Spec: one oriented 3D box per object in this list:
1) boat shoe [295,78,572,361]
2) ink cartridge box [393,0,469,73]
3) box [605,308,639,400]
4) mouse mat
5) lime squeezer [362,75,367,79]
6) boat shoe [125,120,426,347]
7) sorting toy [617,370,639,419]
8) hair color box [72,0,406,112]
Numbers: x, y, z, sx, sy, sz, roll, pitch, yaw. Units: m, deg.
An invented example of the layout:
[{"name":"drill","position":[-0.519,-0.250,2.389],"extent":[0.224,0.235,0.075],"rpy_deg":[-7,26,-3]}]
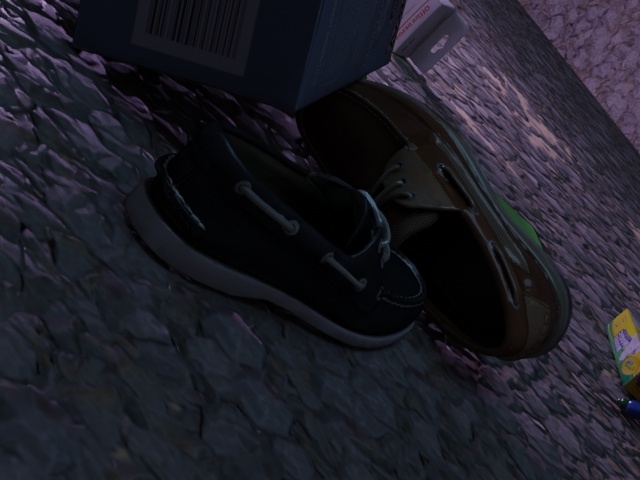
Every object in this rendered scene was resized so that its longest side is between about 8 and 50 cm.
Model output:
[{"name":"boat shoe","position":[0.088,-0.026,1.039],"extent":[0.324,0.123,0.116],"rpy_deg":[46,27,18]},{"name":"ink cartridge box","position":[0.123,-0.346,1.735],"extent":[0.180,0.104,0.060],"rpy_deg":[52,21,17]},{"name":"box","position":[0.403,0.164,1.415],"extent":[0.105,0.043,0.179],"rpy_deg":[43,18,-11]},{"name":"mouse mat","position":[0.224,-0.032,1.483],"extent":[0.189,0.007,0.152],"rpy_deg":[39,21,-23]},{"name":"lime squeezer","position":[0.042,-0.221,1.358],"extent":[0.059,0.110,0.310],"rpy_deg":[37,-16,25]},{"name":"boat shoe","position":[0.000,0.000,0.848],"extent":[0.302,0.091,0.114],"rpy_deg":[18,34,-52]},{"name":"sorting toy","position":[0.357,0.171,1.287],"extent":[0.042,0.061,0.102],"rpy_deg":[27,-38,46]},{"name":"hair color box","position":[-0.045,-0.212,1.027],"extent":[0.185,0.113,0.374],"rpy_deg":[18,18,10]}]
